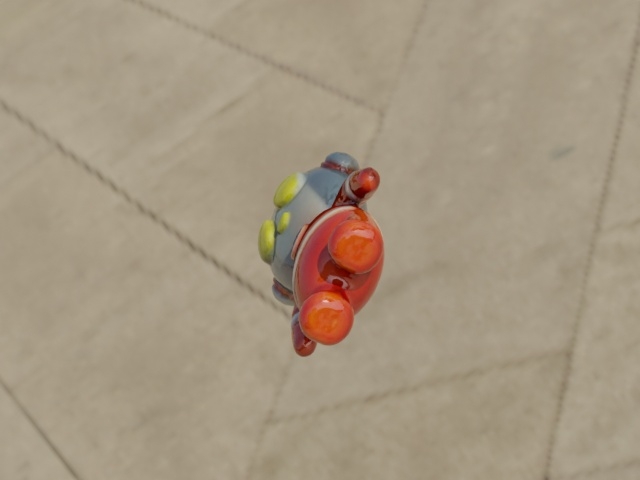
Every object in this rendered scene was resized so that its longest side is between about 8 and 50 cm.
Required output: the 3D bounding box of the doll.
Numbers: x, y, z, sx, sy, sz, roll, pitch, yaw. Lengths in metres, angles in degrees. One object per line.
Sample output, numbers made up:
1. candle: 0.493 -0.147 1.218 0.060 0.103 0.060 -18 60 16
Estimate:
1. doll: 0.000 0.000 1.827 0.336 0.105 0.200 -113 43 -74
